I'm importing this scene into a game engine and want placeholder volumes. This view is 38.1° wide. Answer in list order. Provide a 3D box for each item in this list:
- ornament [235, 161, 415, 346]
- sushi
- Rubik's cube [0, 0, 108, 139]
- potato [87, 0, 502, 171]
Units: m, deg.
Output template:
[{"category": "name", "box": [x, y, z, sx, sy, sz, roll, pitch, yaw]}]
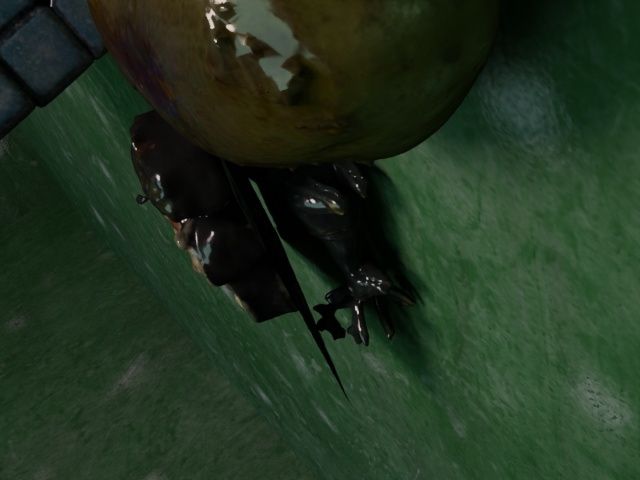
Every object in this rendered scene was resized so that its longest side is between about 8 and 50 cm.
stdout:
[{"category": "ornament", "box": [0.000, 0.000, 0.884, 0.202, 0.080, 0.236, 38, 158, 45]}, {"category": "sushi", "box": [-0.113, -0.017, 0.936, 0.296, 0.100, 0.373, -116, 0, -46]}, {"category": "Rubik's cube", "box": [-0.463, -0.284, 1.056, 0.344, 0.337, 0.344, 49, 168, -27]}, {"category": "potato", "box": [-0.022, -0.129, 0.511, 0.210, 0.173, 0.307, 62, 165, -21]}]
